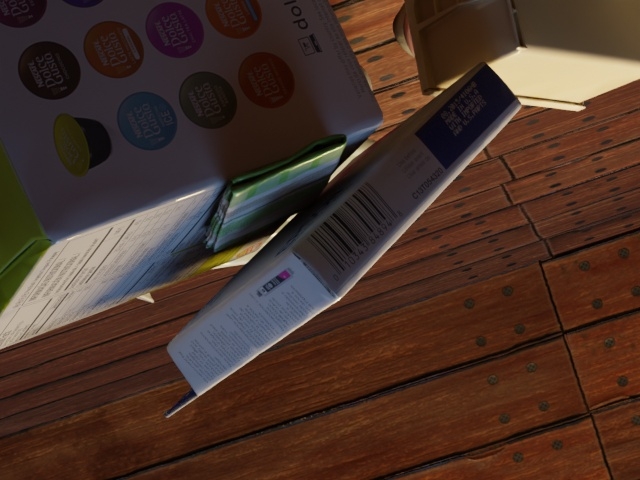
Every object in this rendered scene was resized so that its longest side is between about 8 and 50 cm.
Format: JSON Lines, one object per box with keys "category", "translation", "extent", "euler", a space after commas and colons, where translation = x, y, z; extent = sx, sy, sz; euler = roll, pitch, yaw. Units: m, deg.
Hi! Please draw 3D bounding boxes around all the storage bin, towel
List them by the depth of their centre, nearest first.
{"category": "towel", "translation": [-0.040, -0.043, 1.501], "extent": [0.113, 0.023, 0.152], "euler": [-26, 168, -18]}
{"category": "storage bin", "translation": [0.205, -0.279, 1.789], "extent": [0.123, 0.260, 0.262], "euler": [-20, 166, 42]}

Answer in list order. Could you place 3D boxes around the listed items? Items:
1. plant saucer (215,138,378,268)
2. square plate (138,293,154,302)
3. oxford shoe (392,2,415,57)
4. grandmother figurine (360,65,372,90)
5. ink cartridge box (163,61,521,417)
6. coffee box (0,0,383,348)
{"category": "plant saucer", "translation": [-0.105, -0.032, 2.164], "extent": [0.400, 0.100, 0.400], "euler": [-11, 173, -1]}
{"category": "square plate", "translation": [-0.403, -0.017, 2.210], "extent": [0.344, 0.049, 0.347], "euler": [17, 173, 16]}
{"category": "oxford shoe", "translation": [0.263, -0.312, 2.060], "extent": [0.397, 0.140, 0.146], "euler": [-19, -164, -9]}
{"category": "grandmother figurine", "translation": [-0.063, -0.162, 1.989], "extent": [0.208, 0.104, 0.342], "euler": [-7, 179, 42]}
{"category": "ink cartridge box", "translation": [0.000, 0.000, 1.676], "extent": [0.324, 0.071, 0.330], "euler": [-46, -173, -40]}
{"category": "coffee box", "translation": [-0.207, -0.140, 1.607], "extent": [0.334, 0.337, 0.338], "euler": [-21, 170, -27]}
